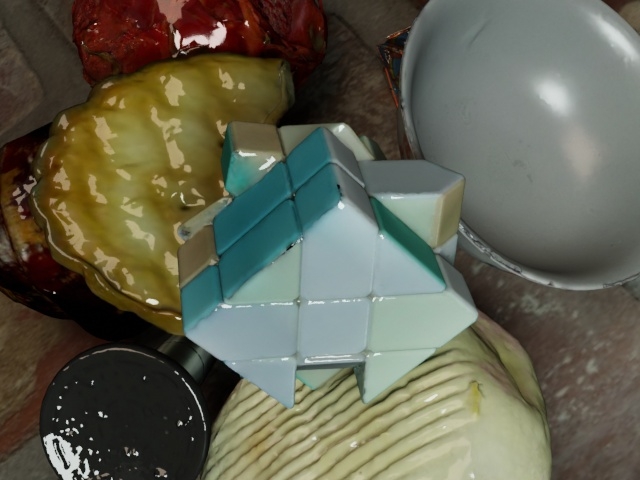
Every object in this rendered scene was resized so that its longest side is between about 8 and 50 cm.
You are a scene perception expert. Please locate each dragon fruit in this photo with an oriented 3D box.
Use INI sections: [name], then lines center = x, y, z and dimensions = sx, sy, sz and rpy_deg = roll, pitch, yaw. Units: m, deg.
[dragon fruit]
center = -0.148, -0.263, 1.351
dimensions = 0.302, 0.295, 0.295
rpy_deg = -11, 60, 11

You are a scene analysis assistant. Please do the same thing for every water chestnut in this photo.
[water chestnut]
center = -0.271, -0.028, 1.300
dimensions = 0.289, 0.289, 0.244
rpy_deg = 10, 66, 28

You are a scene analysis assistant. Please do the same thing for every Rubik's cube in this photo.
[Rubik's cube]
center = 0.000, 0.000, 0.974
dimensions = 0.265, 0.224, 0.213
rpy_deg = -38, 32, 17

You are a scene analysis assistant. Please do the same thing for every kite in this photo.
[kite]
center = 0.142, -0.207, 1.353
dimensions = 0.183, 0.014, 0.241
rpy_deg = 15, 72, 27

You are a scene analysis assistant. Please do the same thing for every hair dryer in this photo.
[hair dryer]
center = -0.174, 0.232, 1.145
dimensions = 0.156, 0.320, 0.284
rpy_deg = 9, 91, 5

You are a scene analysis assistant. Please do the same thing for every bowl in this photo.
[bowl]
center = 0.199, -0.094, 1.150
dimensions = 0.157, 0.345, 0.345
rpy_deg = 143, 141, -59

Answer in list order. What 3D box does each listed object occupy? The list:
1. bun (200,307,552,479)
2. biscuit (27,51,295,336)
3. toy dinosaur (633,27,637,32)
[bun]
center = 0.065, 0.215, 1.052
dimensions = 0.361, 0.213, 0.361
rpy_deg = -27, 38, 23
[biscuit]
center = -0.115, -0.058, 1.150
dimensions = 0.329, 0.078, 0.335
rpy_deg = 37, 66, 6
[toy dinosaur]
center = 0.361, -0.182, 1.230
dimensions = 0.220, 0.032, 0.108
rpy_deg = 5, 64, 24
